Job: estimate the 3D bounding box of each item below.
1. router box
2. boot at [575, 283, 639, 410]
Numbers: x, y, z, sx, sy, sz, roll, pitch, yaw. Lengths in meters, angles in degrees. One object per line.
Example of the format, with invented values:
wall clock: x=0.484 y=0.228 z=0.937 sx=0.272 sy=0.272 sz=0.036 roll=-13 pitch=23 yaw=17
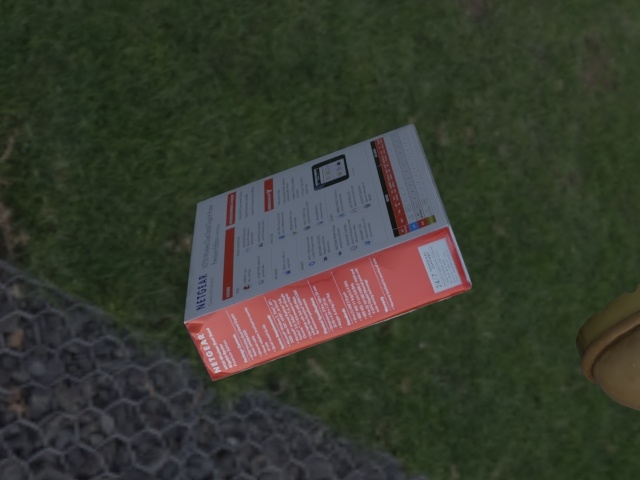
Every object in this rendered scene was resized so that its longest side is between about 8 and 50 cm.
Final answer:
router box: x=0.000 y=0.000 z=1.434 sx=0.335 sy=0.301 sz=0.082 roll=-95 pitch=164 yaw=-65
boot: x=0.235 y=0.123 z=0.464 sx=0.089 sy=0.236 sz=0.269 roll=37 pitch=40 yaw=-54
